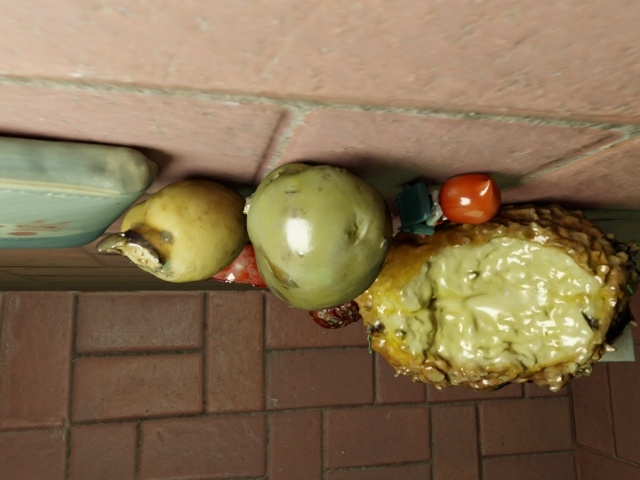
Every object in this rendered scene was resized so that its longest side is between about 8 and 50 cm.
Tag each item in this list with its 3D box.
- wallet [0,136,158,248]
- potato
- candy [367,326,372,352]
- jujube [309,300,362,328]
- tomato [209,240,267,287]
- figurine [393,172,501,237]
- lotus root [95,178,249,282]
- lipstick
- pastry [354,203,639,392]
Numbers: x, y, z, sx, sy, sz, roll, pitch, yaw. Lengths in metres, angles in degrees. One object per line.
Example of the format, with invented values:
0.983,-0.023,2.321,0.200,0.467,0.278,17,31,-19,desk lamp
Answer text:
-0.348,-0.038,0.587,0.252,0.083,0.360,-2,172,-31,wallet
-0.004,0.001,0.610,0.165,0.164,0.262,-1,165,-3,potato
0.283,0.108,1.088,0.398,0.262,0.172,-4,-154,26,candy
0.059,0.171,1.611,0.213,0.212,0.232,-3,176,13,jujube
-0.173,0.048,1.125,0.228,0.101,0.228,8,172,1,tomato
0.156,-0.047,0.640,0.075,0.068,0.140,10,160,-39,figurine
-0.154,-0.009,0.594,0.125,0.118,0.221,-44,177,21,lotus root
0.513,0.091,0.955,0.078,0.252,0.079,-4,170,12,lipstick
0.270,0.092,0.840,0.405,0.292,0.337,-13,180,13,pastry
